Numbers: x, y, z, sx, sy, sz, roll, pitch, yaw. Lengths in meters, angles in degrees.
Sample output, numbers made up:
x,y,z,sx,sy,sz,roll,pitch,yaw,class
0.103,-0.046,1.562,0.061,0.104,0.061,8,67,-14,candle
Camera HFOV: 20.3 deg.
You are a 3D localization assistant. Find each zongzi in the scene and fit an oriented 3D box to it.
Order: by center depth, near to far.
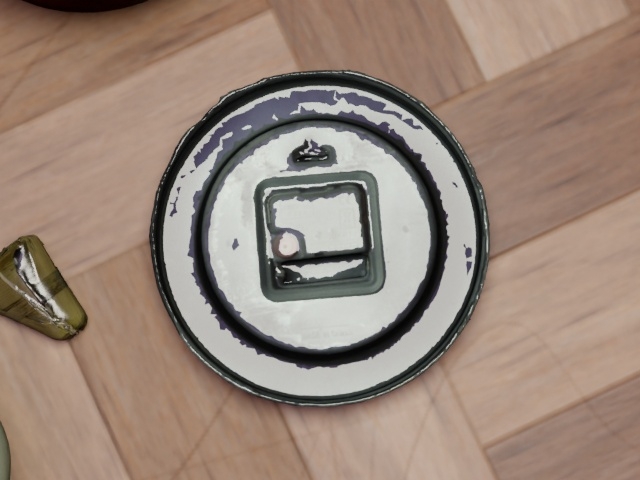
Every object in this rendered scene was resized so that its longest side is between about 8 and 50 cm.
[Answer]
x,y,z,sx,sy,sz,roll,pitch,yaw,class
-0.207,0.047,1.199,0.083,0.040,0.076,-33,89,9,zongzi

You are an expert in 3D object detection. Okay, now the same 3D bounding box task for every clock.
x,y,z,sx,sy,sz,roll,pitch,yaw,class
0.000,0.000,1.191,0.226,0.049,0.226,0,82,1,clock

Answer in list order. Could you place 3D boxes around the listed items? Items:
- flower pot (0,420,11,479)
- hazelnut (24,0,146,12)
x,y,z,sx,sy,sz,roll,pitch,yaw,class
-0.311,0.135,1.081,0.246,0.195,0.246,3,54,-4,flower pot
-0.162,-0.268,1.170,0.218,0.218,0.234,-3,102,2,hazelnut
